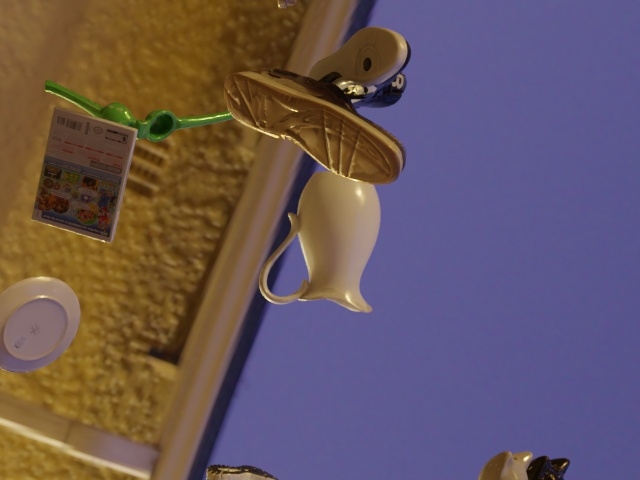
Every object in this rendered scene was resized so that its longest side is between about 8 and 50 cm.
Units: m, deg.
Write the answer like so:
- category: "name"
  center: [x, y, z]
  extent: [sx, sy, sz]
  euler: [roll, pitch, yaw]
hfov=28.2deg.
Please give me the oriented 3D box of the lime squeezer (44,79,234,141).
- category: "lime squeezer"
  center: [-0.284, -0.193, 2.016]
  extent: [0.110, 0.311, 0.058]
  euler: [-112, -149, -69]

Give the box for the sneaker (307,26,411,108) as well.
- category: "sneaker"
  center: [0.086, -0.235, 1.751]
  extent: [0.217, 0.121, 0.079]
  euler: [-13, -105, 56]

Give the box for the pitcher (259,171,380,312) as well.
- category: "pitcher"
  center: [0.000, 0.000, 1.919]
  extent: [0.125, 0.178, 0.207]
  euler: [174, -80, -74]

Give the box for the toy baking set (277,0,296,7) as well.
- category: "toy baking set"
  center: [-0.033, -0.355, 1.294]
  extent: [0.196, 0.030, 0.256]
  euler: [-91, 178, -65]

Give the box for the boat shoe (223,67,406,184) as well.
- category: "boat shoe"
  center: [0.003, -0.167, 1.718]
  extent: [0.285, 0.092, 0.102]
  euler: [25, -45, 25]

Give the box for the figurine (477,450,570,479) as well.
- category: "figurine"
  center: [0.209, 0.342, 1.587]
  extent: [0.209, 0.215, 0.092]
  euler: [-50, -120, 10]

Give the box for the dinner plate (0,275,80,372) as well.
- category: "dinner plate"
  center: [-0.380, 0.114, 1.686]
  extent: [0.017, 0.141, 0.141]
  euler: [33, -83, 47]

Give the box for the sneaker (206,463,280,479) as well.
- category: "sneaker"
  center: [-0.135, 0.429, 2.190]
  extent: [0.063, 0.162, 0.073]
  euler: [19, -85, 53]

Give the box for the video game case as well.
- category: "video game case"
  center: [-0.239, -0.066, 1.288]
  extent: [0.011, 0.087, 0.122]
  euler: [-64, 170, -74]
